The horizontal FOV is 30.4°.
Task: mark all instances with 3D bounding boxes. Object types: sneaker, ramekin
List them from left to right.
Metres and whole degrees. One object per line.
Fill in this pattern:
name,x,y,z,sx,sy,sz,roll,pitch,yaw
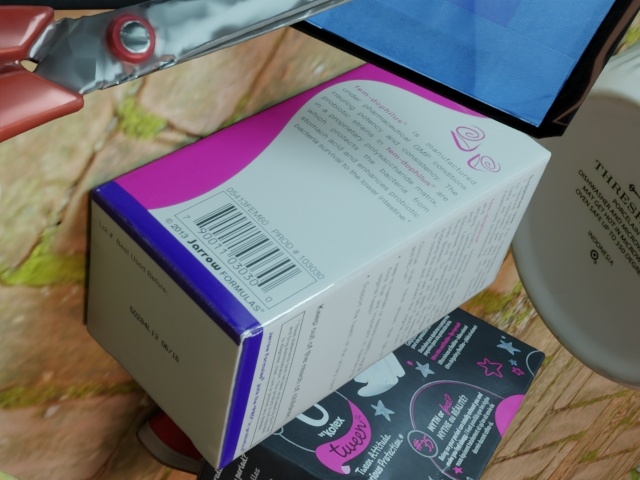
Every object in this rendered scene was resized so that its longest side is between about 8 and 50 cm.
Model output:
sneaker,-0.064,0.119,0.766,0.067,0.042,0.118,-47,153,5
ramekin,0.247,-0.015,0.832,0.127,0.273,0.273,-17,142,-29

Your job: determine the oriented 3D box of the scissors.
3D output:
scissors,-0.075,-0.048,0.368,0.297,0.109,0.021,-6,172,-31

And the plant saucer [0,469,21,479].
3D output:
plant saucer,-0.260,0.188,0.396,0.333,0.081,0.333,-58,146,-13

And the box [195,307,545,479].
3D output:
box,0.022,0.147,0.750,0.247,0.142,0.163,-39,155,-59

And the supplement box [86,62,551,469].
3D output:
supplement box,0.000,0.000,0.615,0.220,0.111,0.114,-30,150,-34

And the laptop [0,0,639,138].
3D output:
laptop,0.028,-0.151,0.409,0.264,0.136,0.234,-14,139,-50
